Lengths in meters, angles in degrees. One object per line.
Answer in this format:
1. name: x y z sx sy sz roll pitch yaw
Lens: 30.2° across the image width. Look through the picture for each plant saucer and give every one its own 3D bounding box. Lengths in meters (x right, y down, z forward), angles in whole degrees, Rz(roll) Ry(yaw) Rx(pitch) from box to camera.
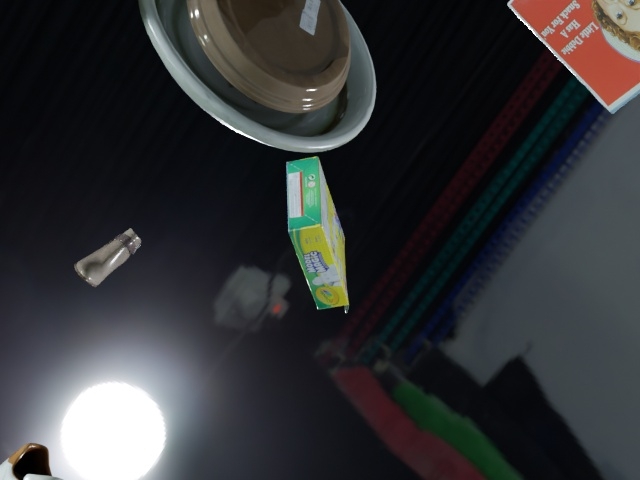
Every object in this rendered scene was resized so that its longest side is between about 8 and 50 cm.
1. plant saucer: -0.061 -0.312 1.672 0.278 0.041 0.278 18 -122 -32
2. plant saucer: -0.105 -0.281 1.750 0.400 0.100 0.400 22 -132 -27

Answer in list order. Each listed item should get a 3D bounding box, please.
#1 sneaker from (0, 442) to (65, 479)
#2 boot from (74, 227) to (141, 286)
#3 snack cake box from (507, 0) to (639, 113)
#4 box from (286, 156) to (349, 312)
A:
1. sneaker: -0.389 0.388 1.586 0.106 0.123 0.290 25 -156 -38
2. boot: -0.279 0.019 1.578 0.042 0.087 0.118 50 178 -6
3. snack cake box: 0.291 -0.235 1.044 0.152 0.089 0.264 45 159 0
4. box: 0.000 0.000 1.371 0.179 0.043 0.105 68 -165 -50
